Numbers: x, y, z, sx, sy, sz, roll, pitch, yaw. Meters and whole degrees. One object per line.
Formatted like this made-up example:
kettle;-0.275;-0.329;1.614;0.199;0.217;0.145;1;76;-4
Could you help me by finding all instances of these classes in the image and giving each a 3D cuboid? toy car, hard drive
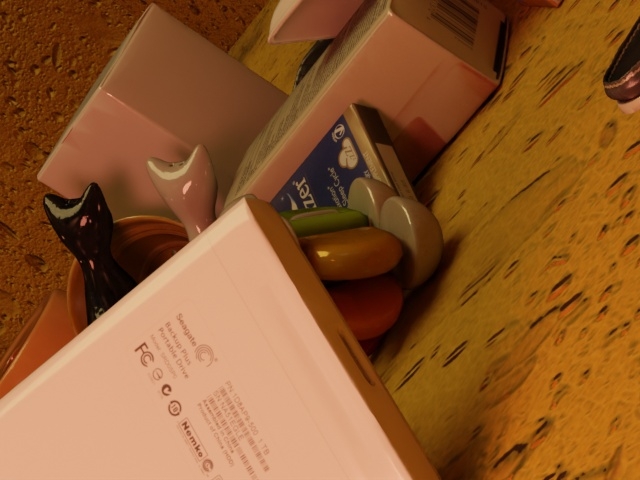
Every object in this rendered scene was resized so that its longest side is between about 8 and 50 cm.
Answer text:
toy car;0.007;0.030;1.257;0.182;0.159;0.136;-145;48;-66
hard drive;-0.110;0.171;0.965;0.353;0.233;0.047;-39;-20;19

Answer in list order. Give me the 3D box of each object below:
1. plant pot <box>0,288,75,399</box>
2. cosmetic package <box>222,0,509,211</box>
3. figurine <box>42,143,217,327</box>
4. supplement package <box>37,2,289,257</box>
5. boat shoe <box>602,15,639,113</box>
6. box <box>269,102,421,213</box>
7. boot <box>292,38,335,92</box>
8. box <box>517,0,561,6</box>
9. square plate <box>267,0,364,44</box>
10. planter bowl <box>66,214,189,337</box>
plant pot;-0.284;0.192;1.833;0.291;0.203;0.291;-53;13;17
cosmetic package;0.042;-0.117;1.506;0.296;0.129;0.153;-48;15;34
figurine;-0.167;0.020;1.602;0.215;0.209;0.092;-19;7;22
supplement package;-0.136;-0.092;1.762;0.177;0.293;0.175;-45;16;42
boat shoe;0.241;-0.190;1.004;0.233;0.079;0.084;-59;13;-5
box;0.000;0.000;1.424;0.225;0.036;0.136;-50;48;34
boot;0.042;-0.181;1.723;0.178;0.085;0.236;70;-142;-68
box;0.214;-0.255;1.428;0.081;0.028;0.136;-56;9;4
square plate;0.130;-0.337;1.510;0.344;0.049;0.347;-16;-27;-52
planter bowl;-0.162;0.064;1.707;0.217;0.217;0.090;-51;-3;26
